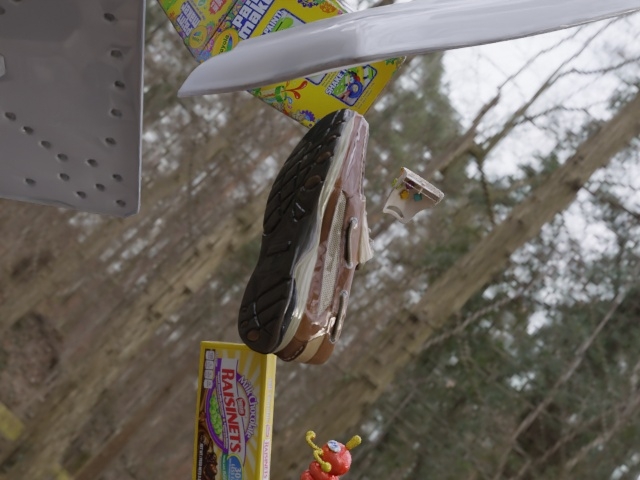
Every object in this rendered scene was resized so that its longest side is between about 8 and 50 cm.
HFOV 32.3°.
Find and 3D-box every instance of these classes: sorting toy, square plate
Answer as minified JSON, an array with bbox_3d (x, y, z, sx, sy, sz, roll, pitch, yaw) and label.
[{"bbox_3d":[0.130,-0.065,1.681,0.083,0.075,0.045,29,11,-34],"label":"sorting toy"},{"bbox_3d":[0.080,-0.195,1.051,0.347,0.344,0.049,4,-72,59],"label":"square plate"}]

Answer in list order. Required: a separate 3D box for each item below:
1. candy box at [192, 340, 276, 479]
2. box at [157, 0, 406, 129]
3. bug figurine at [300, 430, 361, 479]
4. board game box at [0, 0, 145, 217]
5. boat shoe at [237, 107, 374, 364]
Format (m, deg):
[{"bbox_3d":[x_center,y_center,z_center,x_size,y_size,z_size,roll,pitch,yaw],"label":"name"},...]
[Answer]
[{"bbox_3d":[-0.108,0.229,1.363,0.105,0.206,0.027,0,-5,30],"label":"candy box"},{"bbox_3d":[-0.070,-0.328,1.687,0.279,0.177,0.290,27,17,-34],"label":"box"},{"bbox_3d":[0.009,0.323,1.072,0.072,0.216,0.279,27,10,-28],"label":"bug figurine"},{"bbox_3d":[-0.354,-0.188,1.024,0.390,0.050,0.390,10,-38,-3],"label":"board game box"},{"bbox_3d":[0.000,0.000,1.349,0.120,0.324,0.122,29,-21,-30],"label":"boat shoe"}]
